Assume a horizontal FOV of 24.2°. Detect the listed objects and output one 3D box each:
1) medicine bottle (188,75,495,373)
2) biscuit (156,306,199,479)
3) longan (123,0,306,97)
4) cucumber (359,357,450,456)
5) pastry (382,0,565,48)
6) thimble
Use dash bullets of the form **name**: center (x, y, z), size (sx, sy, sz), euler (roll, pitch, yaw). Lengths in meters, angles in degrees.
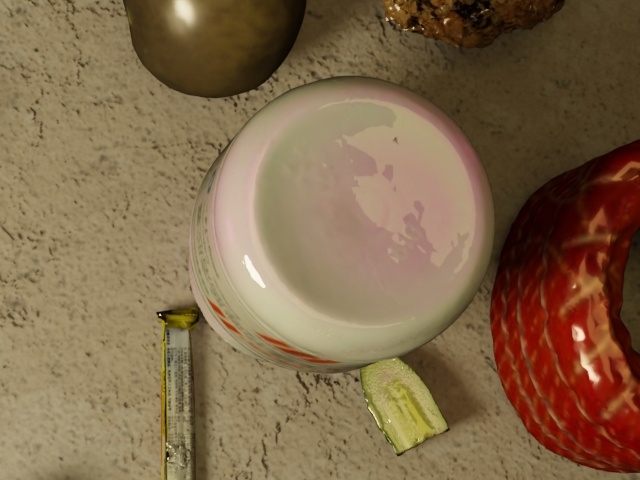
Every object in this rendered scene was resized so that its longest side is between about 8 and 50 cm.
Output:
- **medicine bottle**: center (0.000, 0.000, 1.417), size (0.256, 0.325, 0.256), euler (3, 80, -15)
- **biscuit**: center (-0.142, 0.212, 1.499), size (0.048, 0.026, 0.292), euler (2, 80, -18)
- **longan**: center (-0.108, -0.253, 1.507), size (0.198, 0.198, 0.212), euler (-1, 81, -14)
- **cucumber**: center (0.081, 0.167, 1.559), size (0.067, 0.035, 0.107), euler (-28, 83, -6)
- **pastry**: center (0.169, -0.337, 1.605), size (0.274, 0.193, 0.275), euler (0, 103, -1)
- **thimble**: center (0.360, 0.071, 1.546), size (0.350, 0.230, 0.350), euler (2, 81, -14)
